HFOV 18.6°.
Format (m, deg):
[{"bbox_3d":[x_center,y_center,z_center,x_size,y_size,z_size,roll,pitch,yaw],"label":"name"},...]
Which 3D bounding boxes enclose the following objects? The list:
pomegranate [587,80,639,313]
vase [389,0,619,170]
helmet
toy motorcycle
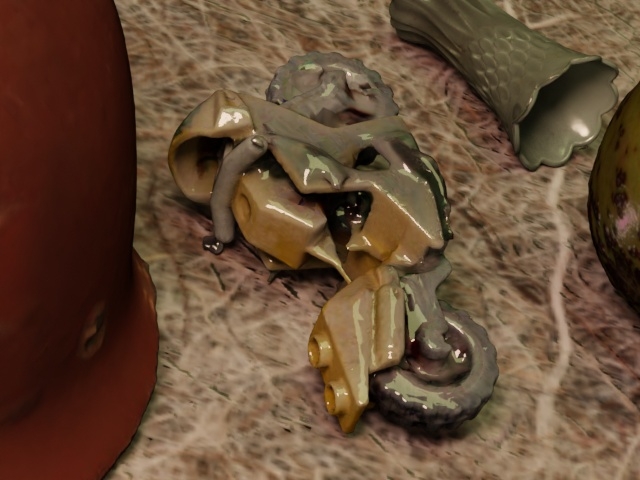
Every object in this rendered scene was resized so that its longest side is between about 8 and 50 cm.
[{"bbox_3d":[0.248,0.009,1.021,0.214,0.214,0.247,2,74,-26],"label":"pomegranate"},{"bbox_3d":[0.105,-0.117,1.193,0.081,0.081,0.148,-11,44,-38],"label":"vase"},{"bbox_3d":[-0.214,-0.078,0.839,0.338,0.230,0.385,-9,43,-37],"label":"helmet"},{"bbox_3d":[0.000,0.000,0.976,0.130,0.094,0.229,-3,54,-24],"label":"toy motorcycle"}]
